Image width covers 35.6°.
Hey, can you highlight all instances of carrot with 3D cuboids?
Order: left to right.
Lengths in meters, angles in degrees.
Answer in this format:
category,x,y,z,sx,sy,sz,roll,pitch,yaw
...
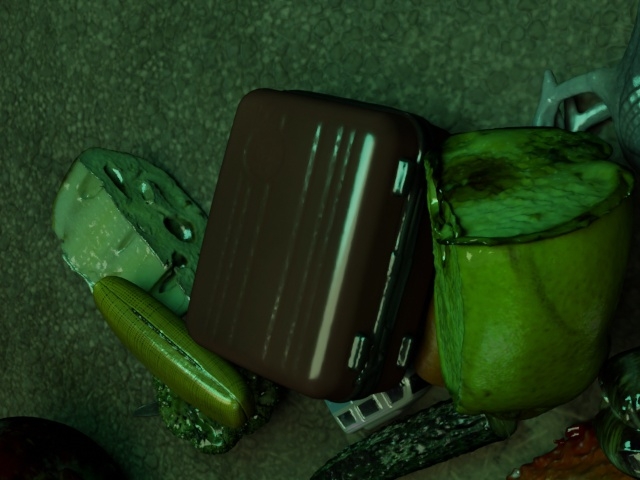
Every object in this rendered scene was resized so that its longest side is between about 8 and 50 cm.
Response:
category,x,y,z,sx,sy,sz,roll,pitch,yaw
carrot,0.154,0.060,1.024,0.087,0.087,0.193,22,115,28

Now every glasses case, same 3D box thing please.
category,x,y,z,sx,sy,sz,roll,pitch,yaw
glasses case,-0.163,0.122,1.105,0.234,0.064,0.079,37,160,22

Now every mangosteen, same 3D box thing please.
category,x,y,z,sx,sy,sz,roll,pitch,yaw
mangosteen,-0.396,0.379,1.316,0.311,0.311,0.311,6,102,32

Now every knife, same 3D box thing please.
category,x,y,z,sx,sy,sz,roll,pitch,yaw
knife,-0.191,0.216,1.311,0.170,0.010,0.023,-18,89,35

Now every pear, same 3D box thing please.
category,x,y,z,sx,sy,sz,roll,pitch,yaw
pear,0.176,0.054,0.846,0.164,0.238,0.255,-5,112,2

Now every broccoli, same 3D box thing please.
category,x,y,z,sx,sy,sz,roll,pitch,yaw
broccoli,-0.133,0.174,1.198,0.146,0.138,0.162,-37,64,-4

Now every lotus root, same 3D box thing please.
category,x,y,z,sx,sy,sz,roll,pitch,yaw
lotus root,-0.221,0.002,1.220,0.119,0.138,0.235,-44,76,36

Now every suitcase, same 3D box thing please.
category,x,y,z,sx,sy,sz,roll,pitch,yaw
suitcase,0.000,0.000,1.028,0.236,0.161,0.297,19,99,38

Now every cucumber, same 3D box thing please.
category,x,y,z,sx,sy,sz,roll,pitch,yaw
cucumber,0.084,0.234,1.107,0.293,0.067,0.067,-31,81,34

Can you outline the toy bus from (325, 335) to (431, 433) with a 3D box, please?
category,x,y,z,sx,sy,sz,roll,pitch,yaw
toy bus,0.066,0.163,1.107,0.123,0.060,0.075,-34,79,32

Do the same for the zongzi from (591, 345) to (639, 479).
category,x,y,z,sx,sy,sz,roll,pitch,yaw
zongzi,0.379,0.220,0.819,0.289,0.154,0.317,-9,105,2

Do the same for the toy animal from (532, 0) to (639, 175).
category,x,y,z,sx,sy,sz,roll,pitch,yaw
toy animal,0.285,-0.139,0.893,0.206,0.081,0.367,-28,64,48

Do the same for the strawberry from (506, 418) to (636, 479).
category,x,y,z,sx,sy,sz,roll,pitch,yaw
strawberry,0.280,0.297,0.954,0.178,0.234,0.234,43,123,-17
